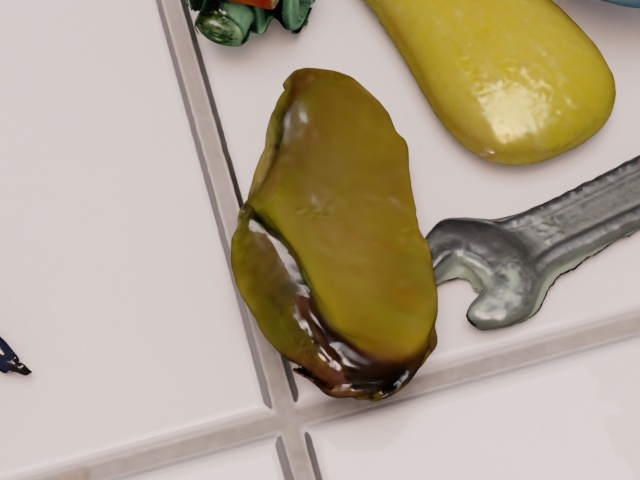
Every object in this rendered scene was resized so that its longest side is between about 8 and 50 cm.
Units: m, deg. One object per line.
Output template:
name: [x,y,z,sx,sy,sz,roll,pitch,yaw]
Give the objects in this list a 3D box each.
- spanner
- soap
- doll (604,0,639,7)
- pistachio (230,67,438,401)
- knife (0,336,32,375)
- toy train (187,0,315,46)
spanner: [0.186,-0.038,0.620,0.302,0.017,0.071,-27,65,-12]
soap: [0.080,-0.110,0.650,0.089,0.033,0.168,-24,65,-12]
doll: [0.148,-0.228,0.651,0.177,0.141,0.314,-50,56,13]
pistachio: [0.000,0.000,0.590,0.090,0.049,0.172,2,58,-18]
knife: [-0.180,0.025,0.596,0.121,0.031,0.018,43,72,15]
toy train: [-0.026,-0.189,0.647,0.074,0.118,0.175,14,63,12]
